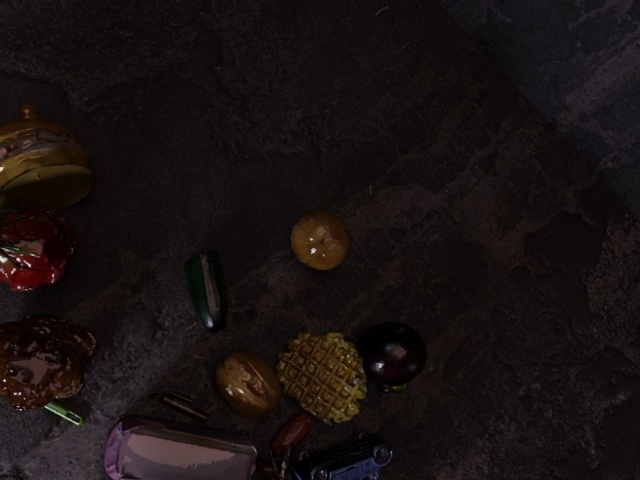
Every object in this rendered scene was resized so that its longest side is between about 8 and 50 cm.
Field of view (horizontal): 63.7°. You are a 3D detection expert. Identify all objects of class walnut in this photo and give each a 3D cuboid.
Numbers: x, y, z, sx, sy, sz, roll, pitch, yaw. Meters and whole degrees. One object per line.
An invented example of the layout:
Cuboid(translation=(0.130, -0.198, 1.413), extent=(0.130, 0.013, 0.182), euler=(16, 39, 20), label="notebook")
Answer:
Cuboid(translation=(0.000, 0.000, 1.630), extent=(0.196, 0.222, 0.195), euler=(-1, 95, -8), label="walnut")
Cuboid(translation=(-0.203, 0.403, 1.445), extent=(0.207, 0.159, 0.159), euler=(41, 62, -2), label="walnut")

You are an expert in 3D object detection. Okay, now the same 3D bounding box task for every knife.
Cuboid(translation=(-0.705, 0.423, 1.318), extent=(0.212, 0.015, 0.054), euler=(32, 64, -8), label="knife")

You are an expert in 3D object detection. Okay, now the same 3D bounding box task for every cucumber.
Cuboid(translation=(-0.328, 0.152, 1.538), extent=(0.115, 0.063, 0.243), euler=(-12, 77, -24), label="cucumber")

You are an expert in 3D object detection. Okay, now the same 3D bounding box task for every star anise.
Cuboid(translation=(-0.131, 0.643, 1.405), extent=(0.053, 0.157, 0.212), euler=(-23, 108, -65), label="star anise")

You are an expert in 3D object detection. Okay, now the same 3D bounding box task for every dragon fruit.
Cuboid(translation=(-0.762, 0.025, 1.303), extent=(0.293, 0.234, 0.233), euler=(1, 65, -61), label="dragon fruit")

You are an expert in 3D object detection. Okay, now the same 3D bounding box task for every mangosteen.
Cuboid(translation=(0.224, 0.361, 1.590), extent=(0.216, 0.216, 0.215), euler=(7, 69, -19), label="mangosteen")

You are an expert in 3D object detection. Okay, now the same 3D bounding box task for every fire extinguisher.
Cuboid(translation=(-0.386, 0.449, 1.422), extent=(0.173, 0.035, 0.048), euler=(30, 67, -12), label="fire extinguisher")

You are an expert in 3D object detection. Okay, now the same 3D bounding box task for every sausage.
Cuboid(translation=(-0.082, 0.555, 1.478), extent=(0.141, 0.076, 0.076), euler=(-41, 89, -27), label="sausage")

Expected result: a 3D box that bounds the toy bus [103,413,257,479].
Cuboid(translation=(-0.355, 0.551, 1.326), extent=(0.387, 0.162, 0.171), euler=(16, 67, -15), label="toy bus")

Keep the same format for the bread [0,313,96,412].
Cuboid(translation=(-0.708, 0.308, 1.282), extent=(0.247, 0.135, 0.231), euler=(17, 58, -17), label="bread")

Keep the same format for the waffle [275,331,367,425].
Cuboid(translation=(0.003, 0.404, 1.533), extent=(0.263, 0.060, 0.280), euler=(-11, 75, 3), label="waffle")

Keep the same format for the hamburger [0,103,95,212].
Cuboid(translation=(-0.773, -0.219, 1.390), extent=(0.277, 0.276, 0.236), euler=(-23, 77, -26), label="hamburger")

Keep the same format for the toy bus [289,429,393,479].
Cuboid(translation=(0.066, 0.651, 1.466), extent=(0.293, 0.126, 0.133), euler=(-8, 98, -25), label="toy bus")
